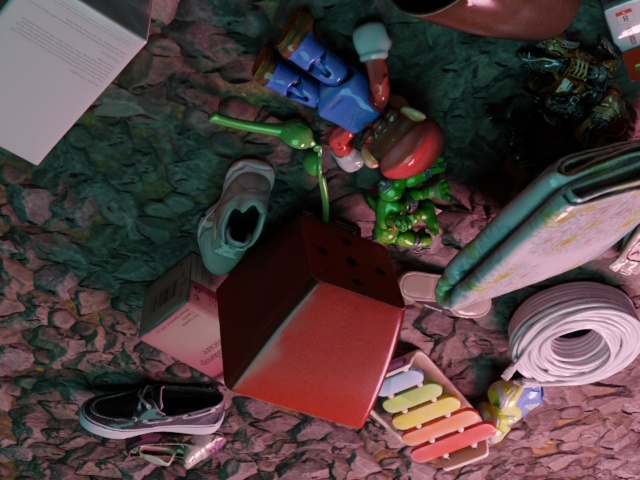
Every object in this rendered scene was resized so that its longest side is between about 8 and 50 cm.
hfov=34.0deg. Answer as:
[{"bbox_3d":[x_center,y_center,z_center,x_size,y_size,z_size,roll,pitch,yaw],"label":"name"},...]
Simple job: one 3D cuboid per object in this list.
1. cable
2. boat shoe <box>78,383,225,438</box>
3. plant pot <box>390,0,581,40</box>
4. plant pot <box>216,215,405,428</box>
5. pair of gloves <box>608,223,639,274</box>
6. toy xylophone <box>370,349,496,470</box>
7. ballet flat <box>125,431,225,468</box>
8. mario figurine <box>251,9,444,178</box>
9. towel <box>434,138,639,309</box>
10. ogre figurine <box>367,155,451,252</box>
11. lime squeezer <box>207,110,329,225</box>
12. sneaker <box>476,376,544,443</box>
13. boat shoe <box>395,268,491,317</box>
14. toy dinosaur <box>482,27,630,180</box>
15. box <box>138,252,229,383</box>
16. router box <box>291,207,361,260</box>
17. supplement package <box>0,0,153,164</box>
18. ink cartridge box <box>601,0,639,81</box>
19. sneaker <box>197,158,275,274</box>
[{"bbox_3d":[0.494,0.185,2.033,0.257,0.089,0.257,5,135,-7],"label":"cable"},{"bbox_3d":[-0.348,0.345,2.174,0.301,0.108,0.102,5,136,-9],"label":"boat shoe"},{"bbox_3d":[0.240,-0.357,1.395,0.230,0.215,0.215,19,134,-38],"label":"plant pot"},{"bbox_3d":[-0.002,0.120,1.790,0.267,0.267,0.236,20,121,-23],"label":"plant pot"},{"bbox_3d":[0.665,0.011,1.886,0.240,0.042,0.204,16,134,-18],"label":"pair of gloves"},{"bbox_3d":[0.203,0.358,2.182,0.323,0.081,0.236,41,124,-20],"label":"toy xylophone"},{"bbox_3d":[-0.322,0.465,2.319,0.221,0.079,0.077,4,135,-5],"label":"ballet flat"},{"bbox_3d":[0.056,-0.219,1.608,0.320,0.170,0.198,35,163,-19],"label":"mario figurine"},{"bbox_3d":[0.386,-0.030,1.668,0.320,0.090,0.374,-14,157,-32],"label":"towel"},{"bbox_3d":[0.147,-0.055,1.777,0.118,0.097,0.197,-10,154,-16],"label":"ogre figurine"},{"bbox_3d":[-0.039,-0.130,1.701,0.110,0.059,0.310,-42,128,7],"label":"lime squeezer"},{"bbox_3d":[0.409,0.357,2.211,0.126,0.091,0.240,-14,154,-11],"label":"sneaker"},{"bbox_3d":[0.225,0.096,1.970,0.206,0.075,0.065,15,177,-23],"label":"boat shoe"},{"bbox_3d":[0.389,-0.195,1.597,0.218,0.164,0.322,-42,112,17],"label":"toy dinosaur"},{"bbox_3d":[-0.201,0.154,1.960,0.232,0.127,0.148,33,126,-30],"label":"box"},{"bbox_3d":[0.000,0.000,1.865,0.122,0.038,0.092,17,133,-18],"label":"router box"},{"bbox_3d":[-0.388,-0.282,1.463,0.177,0.175,0.293,30,128,-30],"label":"supplement package"},{"bbox_3d":[0.507,-0.311,1.545,0.145,0.045,0.179,-19,131,19],"label":"ink cartridge box"},{"bbox_3d":[-0.153,-0.014,1.788,0.099,0.121,0.262,12,135,-13],"label":"sneaker"}]
